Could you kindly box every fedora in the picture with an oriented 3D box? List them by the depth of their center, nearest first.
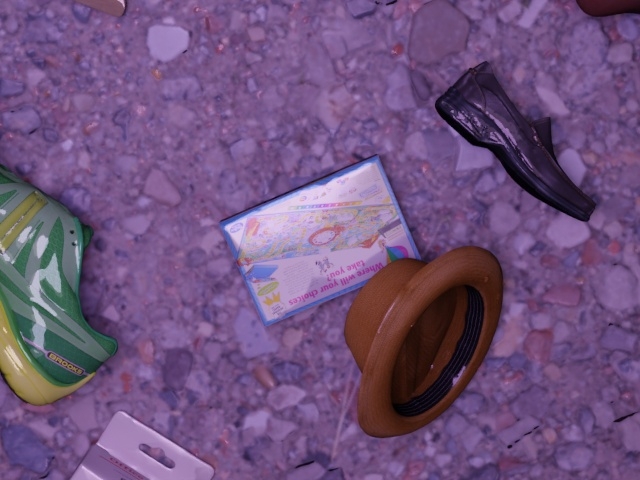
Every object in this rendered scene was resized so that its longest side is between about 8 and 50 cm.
[{"bbox_3d":[0.077,0.078,1.002,0.079,0.194,0.194,35,98,36],"label":"fedora"}]

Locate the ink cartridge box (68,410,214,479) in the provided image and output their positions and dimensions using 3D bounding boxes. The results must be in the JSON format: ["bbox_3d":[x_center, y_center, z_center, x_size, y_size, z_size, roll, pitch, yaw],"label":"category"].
[{"bbox_3d":[-0.194,0.268,1.047,0.115,0.067,0.198,32,96,-4],"label":"ink cartridge box"}]

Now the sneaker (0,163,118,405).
[{"bbox_3d":[-0.267,-0.006,1.007,0.123,0.109,0.295,-24,96,-20],"label":"sneaker"}]

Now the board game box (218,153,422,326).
[{"bbox_3d":[0.000,0.000,1.034,0.154,0.026,0.103,-22,97,2],"label":"board game box"}]

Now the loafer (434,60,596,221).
[{"bbox_3d":[0.181,-0.084,1.008,0.170,0.062,0.061,41,91,-6],"label":"loafer"}]

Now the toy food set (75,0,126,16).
[{"bbox_3d":[-0.200,-0.292,0.964,0.132,0.038,0.192,19,111,1],"label":"toy food set"}]

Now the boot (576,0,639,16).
[{"bbox_3d":[0.349,-0.110,0.999,0.264,0.096,0.280,-3,101,-5],"label":"boot"}]
